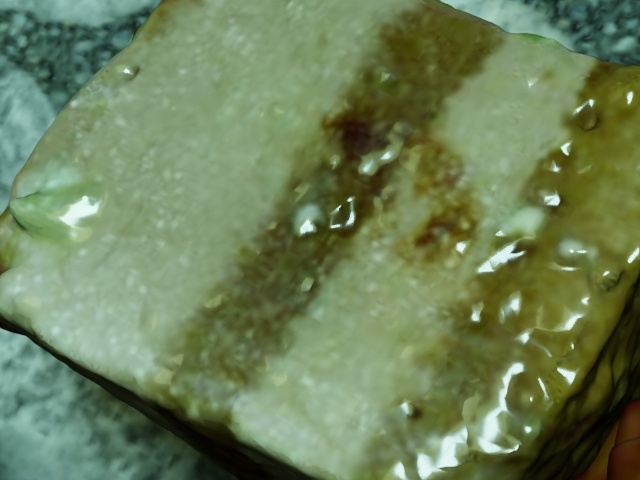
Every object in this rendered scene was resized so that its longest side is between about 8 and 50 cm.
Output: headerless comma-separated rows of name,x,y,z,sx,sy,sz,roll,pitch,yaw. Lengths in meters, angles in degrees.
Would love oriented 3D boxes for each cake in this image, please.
cake,0.000,0.000,0.647,0.293,0.199,0.196,28,80,24

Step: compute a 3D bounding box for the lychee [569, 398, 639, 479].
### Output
lychee,0.212,0.193,0.381,0.500,0.424,0.424,-19,62,-21
